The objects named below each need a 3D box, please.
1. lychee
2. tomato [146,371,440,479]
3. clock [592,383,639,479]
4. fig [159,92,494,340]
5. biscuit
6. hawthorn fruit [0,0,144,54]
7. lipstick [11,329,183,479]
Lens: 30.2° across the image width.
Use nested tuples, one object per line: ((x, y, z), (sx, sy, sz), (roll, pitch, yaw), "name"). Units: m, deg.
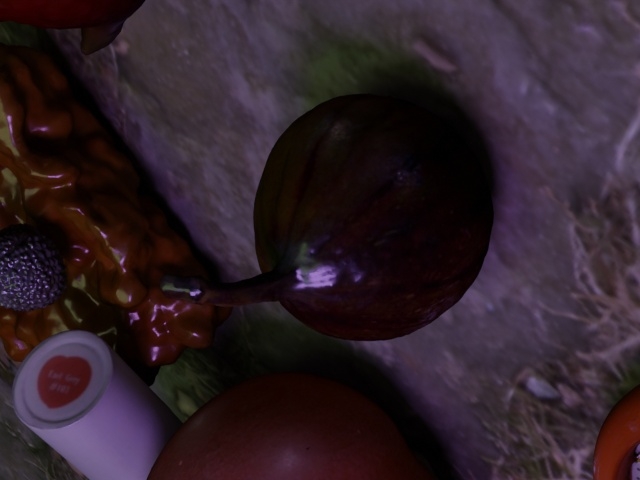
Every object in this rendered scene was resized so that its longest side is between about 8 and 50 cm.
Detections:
((-0.237, 0.020, 0.927), (0.083, 0.068, 0.067), (40, 179, 8), "lychee")
((-0.019, 0.232, 0.909), (0.256, 0.224, 0.256), (37, 144, 34), "tomato")
((0.253, 0.160, 0.683), (0.205, 0.051, 0.205), (27, 136, 29), "clock")
((0.026, -0.007, 0.706), (0.148, 0.202, 0.149), (39, 108, -3), "fig")
((-0.243, 0.001, 1.050), (0.312, 0.110, 0.318), (53, 142, -4), "biscuit")
((-0.196, -0.264, 0.652), (0.311, 0.295, 0.295), (50, 144, 2), "hawthorn fruit")
((-0.146, 0.191, 1.019), (0.087, 0.087, 0.327), (25, 159, 33), "lipstick")
